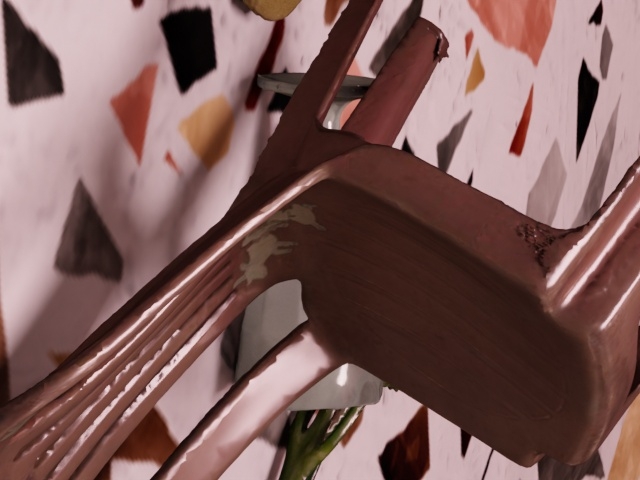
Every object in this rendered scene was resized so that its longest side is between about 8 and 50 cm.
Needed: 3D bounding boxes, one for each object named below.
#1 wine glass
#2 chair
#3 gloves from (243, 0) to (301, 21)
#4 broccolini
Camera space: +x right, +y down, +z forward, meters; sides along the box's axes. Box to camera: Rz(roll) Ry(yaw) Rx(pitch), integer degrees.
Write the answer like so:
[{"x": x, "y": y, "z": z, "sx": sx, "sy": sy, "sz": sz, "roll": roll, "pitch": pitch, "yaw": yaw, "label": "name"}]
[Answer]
[{"x": 0.000, "y": 0.000, "z": 0.925, "sx": 0.073, "sy": 0.073, "sz": 0.155, "roll": -15, "pitch": 112, "yaw": -65, "label": "wine glass"}, {"x": 0.025, "y": 0.032, "z": 0.757, "sx": 0.326, "sy": 0.183, "sz": 0.176, "roll": -54, "pitch": 159, "yaw": -22, "label": "chair"}, {"x": 0.051, "y": -0.226, "z": 0.818, "sx": 0.154, "sy": 0.331, "sz": 0.141, "roll": 2, "pitch": 57, "yaw": -30, "label": "gloves"}, {"x": 0.012, "y": 0.101, "z": 1.005, "sx": 0.074, "sy": 0.058, "sz": 0.201, "roll": 45, "pitch": 57, "yaw": -54, "label": "broccolini"}]
